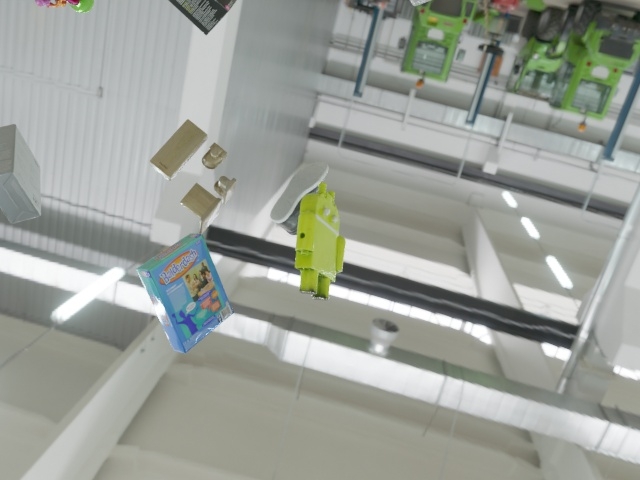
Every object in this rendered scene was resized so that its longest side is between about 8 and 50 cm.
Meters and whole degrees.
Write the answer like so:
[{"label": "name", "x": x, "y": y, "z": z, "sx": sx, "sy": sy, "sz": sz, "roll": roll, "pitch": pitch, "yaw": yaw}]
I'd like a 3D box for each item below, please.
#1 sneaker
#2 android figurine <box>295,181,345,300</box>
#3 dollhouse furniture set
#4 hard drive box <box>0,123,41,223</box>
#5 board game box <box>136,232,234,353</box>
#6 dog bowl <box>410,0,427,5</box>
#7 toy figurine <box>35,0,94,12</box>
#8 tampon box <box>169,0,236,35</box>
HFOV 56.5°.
[{"label": "sneaker", "x": -0.057, "y": -0.146, "z": 2.158, "sx": 0.104, "sy": 0.296, "sz": 0.147, "roll": 25, "pitch": 159, "yaw": 35}, {"label": "android figurine", "x": 0.000, "y": 0.000, "z": 1.424, "sx": 0.056, "sy": 0.273, "sz": 0.248, "roll": 1, "pitch": 164, "yaw": 22}, {"label": "dollhouse furniture set", "x": -0.251, "y": -0.124, "z": 1.196, "sx": 0.151, "sy": 0.144, "sz": 0.123, "roll": 38, "pitch": 164, "yaw": -3}, {"label": "hard drive box", "x": -0.908, "y": -0.199, "z": 1.762, "sx": 0.089, "sy": 0.181, "sz": 0.232, "roll": -16, "pitch": -131, "yaw": -8}, {"label": "board game box", "x": -0.290, "y": 0.113, "z": 1.303, "sx": 0.047, "sy": 0.211, "sz": 0.160, "roll": 3, "pitch": -151, "yaw": 39}, {"label": "dog bowl", "x": 0.194, "y": -0.723, "z": 1.421, "sx": 0.349, "sy": 0.102, "sz": 0.349, "roll": 52, "pitch": -159, "yaw": -29}, {"label": "toy figurine", "x": -0.584, "y": -0.535, "z": 1.242, "sx": 0.173, "sy": 0.130, "sz": 0.159, "roll": 51, "pitch": -147, "yaw": -19}, {"label": "tampon box", "x": -0.298, "y": -0.621, "z": 1.479, "sx": 0.161, "sy": 0.101, "sz": 0.121, "roll": 40, "pitch": -139, "yaw": -23}]
